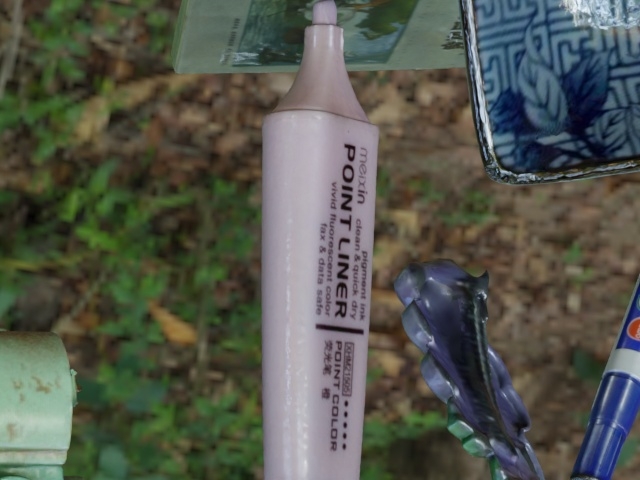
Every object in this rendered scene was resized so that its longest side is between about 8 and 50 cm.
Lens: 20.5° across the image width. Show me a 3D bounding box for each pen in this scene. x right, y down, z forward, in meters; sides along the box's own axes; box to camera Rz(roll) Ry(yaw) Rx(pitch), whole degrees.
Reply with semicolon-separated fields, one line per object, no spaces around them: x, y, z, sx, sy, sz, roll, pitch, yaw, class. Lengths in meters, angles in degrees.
0.000;0.000;0.699;0.032;0.197;0.053;-6;171;41;pen
0.164;0.039;0.888;0.025;0.204;0.025;18;147;13;pen

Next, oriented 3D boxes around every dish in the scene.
0.182;-0.131;0.780;0.243;0.182;0.080;-6;-167;10;dish

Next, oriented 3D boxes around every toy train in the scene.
-0.281;0.129;1.115;0.285;0.177;0.116;4;173;-27;toy train

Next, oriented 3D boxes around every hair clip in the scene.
0.111;0.091;1.191;0.052;0.195;0.124;-38;137;25;hair clip

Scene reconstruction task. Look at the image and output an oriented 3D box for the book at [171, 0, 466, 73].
0.051;-0.154;1.130;0.283;0.025;0.215;-3;166;-9;book
